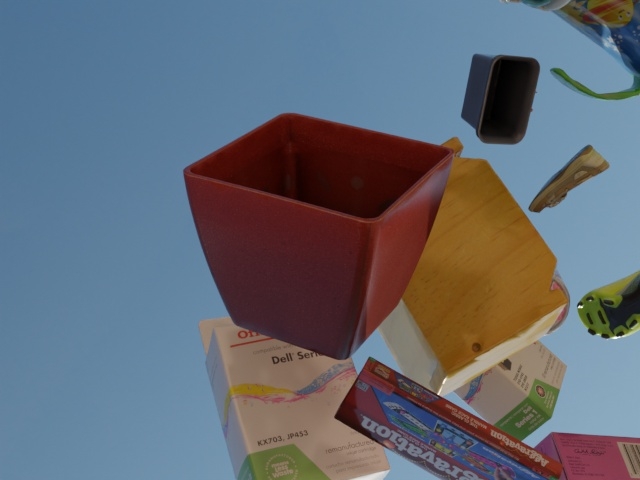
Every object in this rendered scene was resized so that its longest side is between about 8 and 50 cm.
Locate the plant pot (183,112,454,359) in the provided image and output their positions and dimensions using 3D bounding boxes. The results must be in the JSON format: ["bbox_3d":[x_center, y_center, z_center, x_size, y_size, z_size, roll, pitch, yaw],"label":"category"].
[{"bbox_3d":[0.000,0.000,1.245,0.267,0.267,0.236,-39,-42,-53],"label":"plant pot"}]

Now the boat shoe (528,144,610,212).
[{"bbox_3d":[0.384,-0.086,1.456,0.048,0.153,0.056,42,-140,3],"label":"boat shoe"}]

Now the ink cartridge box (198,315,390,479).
[{"bbox_3d":[-0.053,0.232,1.441,0.207,0.119,0.354,-9,-123,-20],"label":"ink cartridge box"}]

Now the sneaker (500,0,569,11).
[{"bbox_3d":[0.171,-0.246,0.800,0.087,0.229,0.092,5,-80,-12],"label":"sneaker"}]

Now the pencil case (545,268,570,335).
[{"bbox_3d":[0.371,0.084,1.670,0.273,0.113,0.124,-60,-19,-79],"label":"pencil case"}]

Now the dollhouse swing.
[{"bbox_3d":[0.228,0.080,1.644,0.347,0.315,0.305,60,-177,26],"label":"dollhouse swing"}]

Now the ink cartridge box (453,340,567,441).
[{"bbox_3d":[0.346,0.242,1.889,0.278,0.117,0.201,42,-147,1],"label":"ink cartridge box"}]

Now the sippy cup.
[{"bbox_3d":[0.438,-0.373,1.329,0.224,0.240,0.306,25,-117,-3],"label":"sippy cup"}]

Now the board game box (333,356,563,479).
[{"bbox_3d":[0.162,0.266,1.235,0.281,0.145,0.027,29,-129,5],"label":"board game box"}]

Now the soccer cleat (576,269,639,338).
[{"bbox_3d":[0.540,0.089,1.543,0.121,0.289,0.093,-25,-99,-29],"label":"soccer cleat"}]

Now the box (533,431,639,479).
[{"bbox_3d":[0.397,0.411,1.451,0.213,0.243,0.117,8,-133,-22],"label":"box"}]

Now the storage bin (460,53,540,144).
[{"bbox_3d":[0.274,-0.226,1.435,0.098,0.091,0.135,0,-67,-21],"label":"storage bin"}]
